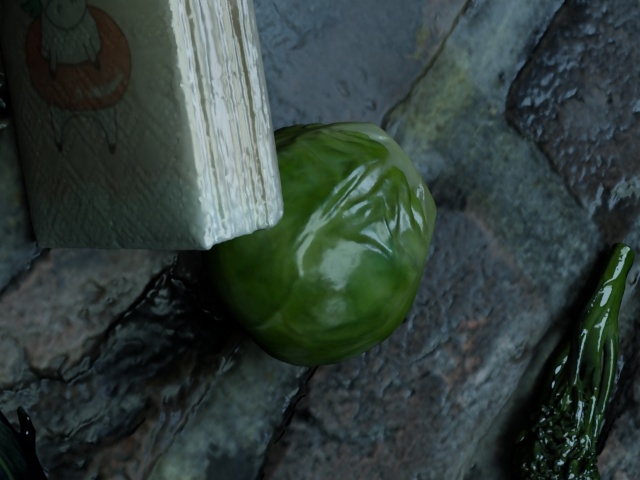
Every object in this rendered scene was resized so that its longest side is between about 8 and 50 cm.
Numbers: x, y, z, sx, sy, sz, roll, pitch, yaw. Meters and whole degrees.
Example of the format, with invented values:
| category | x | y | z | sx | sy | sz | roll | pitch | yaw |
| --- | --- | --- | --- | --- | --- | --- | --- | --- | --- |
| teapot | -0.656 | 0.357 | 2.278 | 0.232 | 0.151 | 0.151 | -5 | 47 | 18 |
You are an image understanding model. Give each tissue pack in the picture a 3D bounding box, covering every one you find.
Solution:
| category | x | y | z | sx | sy | sz | roll | pitch | yaw |
| --- | --- | --- | --- | --- | --- | --- | --- | --- | --- |
| tissue pack | -0.114 | -0.159 | 0.925 | 0.071 | 0.170 | 0.325 | -16 | 102 | -39 |

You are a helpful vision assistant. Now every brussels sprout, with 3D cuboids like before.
| category | x | y | z | sx | sy | sz | roll | pitch | yaw |
| --- | --- | --- | --- | --- | --- | --- | --- | --- | --- |
| brussels sprout | 0.003 | 0.002 | 1.048 | 0.155 | 0.117 | 0.155 | -3 | 97 | -26 |

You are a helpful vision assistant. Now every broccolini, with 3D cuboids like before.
| category | x | y | z | sx | sy | sz | roll | pitch | yaw |
| --- | --- | --- | --- | --- | --- | --- | --- | --- | --- |
| broccolini | 0.177 | 0.097 | 1.228 | 0.091 | 0.068 | 0.203 | 44 | 51 | -42 |

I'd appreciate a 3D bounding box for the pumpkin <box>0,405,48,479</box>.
| category | x | y | z | sx | sy | sz | roll | pitch | yaw |
| --- | --- | --- | --- | --- | --- | --- | --- | --- | --- |
| pumpkin | -0.269 | 0.151 | 0.779 | 0.296 | 0.296 | 0.296 | -2 | 93 | -36 |
